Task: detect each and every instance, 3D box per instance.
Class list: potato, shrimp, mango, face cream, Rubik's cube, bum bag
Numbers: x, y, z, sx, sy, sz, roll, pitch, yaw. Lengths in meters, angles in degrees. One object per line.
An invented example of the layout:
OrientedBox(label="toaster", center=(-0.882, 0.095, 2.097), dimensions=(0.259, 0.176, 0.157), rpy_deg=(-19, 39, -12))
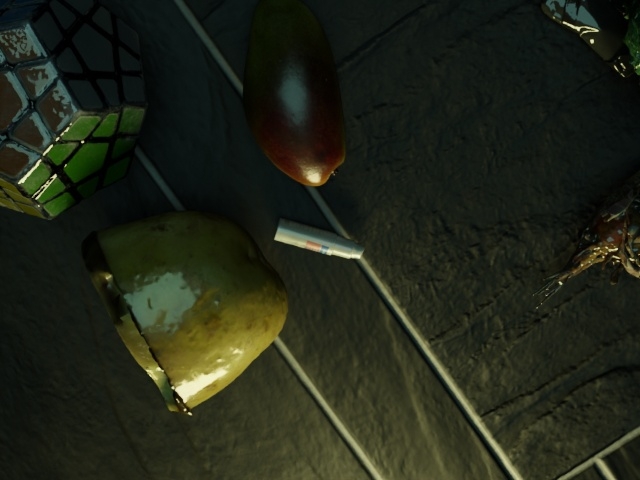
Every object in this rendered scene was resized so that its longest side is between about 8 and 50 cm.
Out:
OrientedBox(label="potato", center=(-0.167, 0.075, 1.412), dimensions=(0.243, 0.242, 0.285), rpy_deg=(-27, 94, 4))
OrientedBox(label="shrimp", center=(0.443, -0.007, 1.451), dimensions=(0.343, 0.116, 0.145), rpy_deg=(-37, 85, 6))
OrientedBox(label="mango", center=(-0.041, -0.202, 1.405), dimensions=(0.133, 0.111, 0.267), rpy_deg=(-10, 96, 13))
OrientedBox(label="face cream", center=(0.000, 0.000, 1.483), dimensions=(0.130, 0.034, 0.034), rpy_deg=(15, 100, -5))
OrientedBox(label="Rubik's cube", center=(-0.374, -0.185, 1.320), dimensions=(0.319, 0.319, 0.264), rpy_deg=(-12, 126, 1))
OrientedBox(label="bum bag", center=(0.388, -0.305, 1.423), dimensions=(0.198, 0.049, 0.087), rpy_deg=(38, 93, -7))

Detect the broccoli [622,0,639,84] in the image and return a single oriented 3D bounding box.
OrientedBox(label="broccoli", center=(0.526, -0.266, 1.337), dimensions=(0.265, 0.245, 0.294), rpy_deg=(28, 81, 32))
